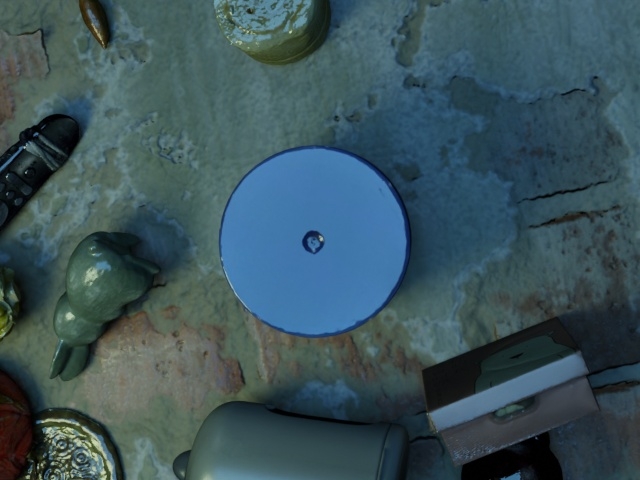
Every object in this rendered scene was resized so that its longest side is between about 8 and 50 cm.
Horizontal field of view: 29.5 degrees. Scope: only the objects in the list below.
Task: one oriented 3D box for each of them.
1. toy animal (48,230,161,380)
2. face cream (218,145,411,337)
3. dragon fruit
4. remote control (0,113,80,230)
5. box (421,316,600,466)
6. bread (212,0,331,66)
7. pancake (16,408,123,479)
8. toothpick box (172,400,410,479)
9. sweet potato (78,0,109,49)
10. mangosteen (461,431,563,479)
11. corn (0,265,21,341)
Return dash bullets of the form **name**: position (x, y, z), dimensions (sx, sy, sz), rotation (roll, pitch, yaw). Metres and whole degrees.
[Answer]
- **toy animal**: position (-0.338, 0.086, 1.743), dimensions (0.236, 0.138, 0.108), rotation (-45, 52, 19)
- **face cream**: position (0.000, 0.000, 1.636), dimensions (0.249, 0.225, 0.249), rotation (0, 90, 5)
- **dragon fruit**: position (-0.537, 0.278, 1.735), dimensions (0.218, 0.148, 0.223), rotation (-23, 80, 11)
- **remote control**: position (-0.460, -0.088, 1.769), dimensions (0.266, 0.090, 0.066), rotation (-47, 61, -5)
- **box**: position (0.245, 0.197, 1.603), dimensions (0.215, 0.215, 0.086), rotation (-23, 96, 6)
- **bread**: position (-0.064, -0.321, 1.691), dimensions (0.148, 0.141, 0.134), rotation (-37, 83, 7)
- **pancake**: position (-0.391, 0.338, 1.788), dimensions (0.190, 0.020, 0.184), rotation (-37, 85, 6)
- **toothpick box**: position (-0.051, 0.339, 1.639), dimensions (0.316, 0.229, 0.229), rotation (8, 90, 9)
- **sweet potato**: position (-0.332, -0.326, 1.786), dimensions (0.034, 0.034, 0.095), rotation (-22, 97, 7)
- **mangosteen**: position (0.261, 0.308, 1.651), dimensions (0.137, 0.137, 0.151), rotation (6, 56, 8)
- **corn**: position (-0.613, 0.127, 1.767), dimensions (0.387, 0.144, 0.144), rotation (-18, 86, 11)
